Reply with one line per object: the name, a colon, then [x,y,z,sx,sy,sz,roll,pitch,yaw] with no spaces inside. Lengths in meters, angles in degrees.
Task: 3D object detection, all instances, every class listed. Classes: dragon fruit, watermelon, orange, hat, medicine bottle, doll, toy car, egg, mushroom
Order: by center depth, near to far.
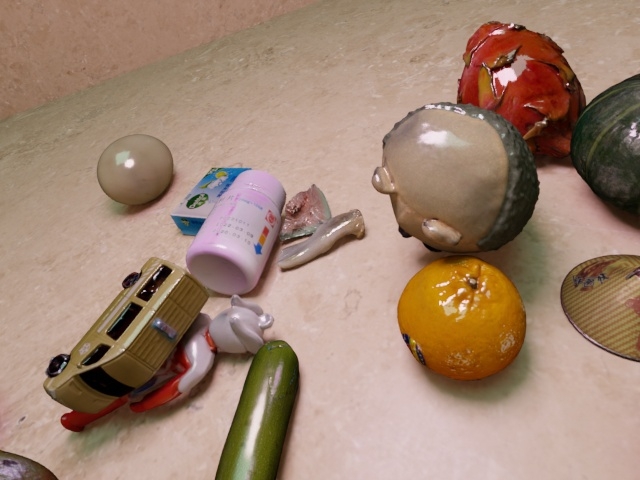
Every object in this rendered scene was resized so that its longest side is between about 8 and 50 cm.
hat: [0.449,0.066,0.587,0.192,0.082,0.193,-11,41,10]
orange: [0.197,0.106,0.597,0.177,0.155,0.178,-19,29,11]
toy car: [-0.294,0.152,0.659,0.124,0.101,0.257,9,55,36]
doll: [0.224,-0.087,0.685,0.247,0.248,0.349,8,13,29]
doll: [-0.260,0.198,0.733,0.383,0.099,0.188,-22,42,9]
mushroom: [0.001,0.002,0.869,0.202,0.054,0.059,-30,36,-3]
dragon fruit: [0.416,-0.303,0.882,0.315,0.250,0.250,40,60,-2]
medicine bottle: [-0.166,-0.024,0.883,0.151,0.152,0.255,-3,44,19]
watermelon: [-0.023,-0.070,0.941,0.101,0.080,0.155,5,31,15]
egg: [-0.521,-0.205,1.196,0.185,0.186,0.242,-1,35,22]

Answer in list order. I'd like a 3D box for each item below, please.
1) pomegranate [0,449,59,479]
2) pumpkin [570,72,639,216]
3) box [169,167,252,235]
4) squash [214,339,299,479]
pomegranate: [-0.445,0.397,0.462,0.323,0.291,0.291,-23,40,11]
pumpkin: [0.573,-0.146,0.676,0.299,0.208,0.300,-1,40,1]
box: [-0.261,-0.100,1.061,0.139,0.073,0.194,6,48,27]
squash: [-0.091,0.281,0.575,0.087,0.087,0.332,-3,45,19]
